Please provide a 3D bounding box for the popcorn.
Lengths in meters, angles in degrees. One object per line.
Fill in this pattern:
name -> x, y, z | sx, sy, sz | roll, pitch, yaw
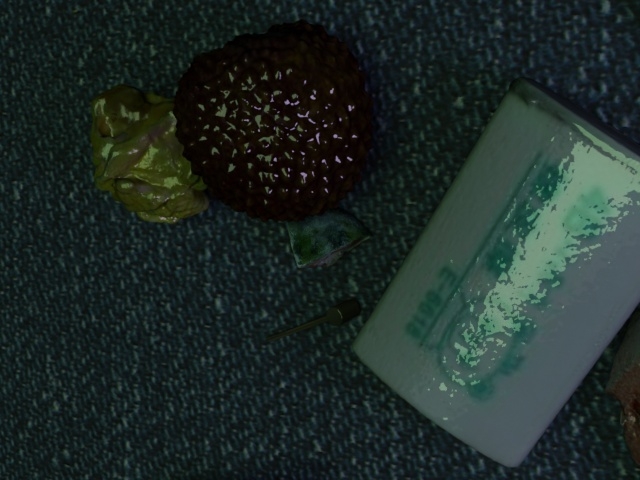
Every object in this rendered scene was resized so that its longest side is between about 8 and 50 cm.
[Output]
popcorn -> -0.168, -0.087, 0.934 | 0.126, 0.126, 0.145 | -27, 67, 0

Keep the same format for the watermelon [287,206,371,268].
watermelon -> 0.000, 0.000, 0.912 | 0.085, 0.085, 0.061 | 10, 130, 23

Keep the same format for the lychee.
lychee -> -0.041, -0.103, 0.842 | 0.188, 0.188, 0.188 | 3, 98, 24

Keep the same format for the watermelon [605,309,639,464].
watermelon -> 0.329, 0.165, 0.766 | 0.154, 0.094, 0.241 | -43, 77, 32

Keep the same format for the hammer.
hammer -> -0.013, 0.085, 0.931 | 0.110, 0.035, 0.019 | -21, 89, 33

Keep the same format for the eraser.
eraser -> 0.175, 0.029, 0.801 | 0.189, 0.104, 0.290 | 34, 109, 13
